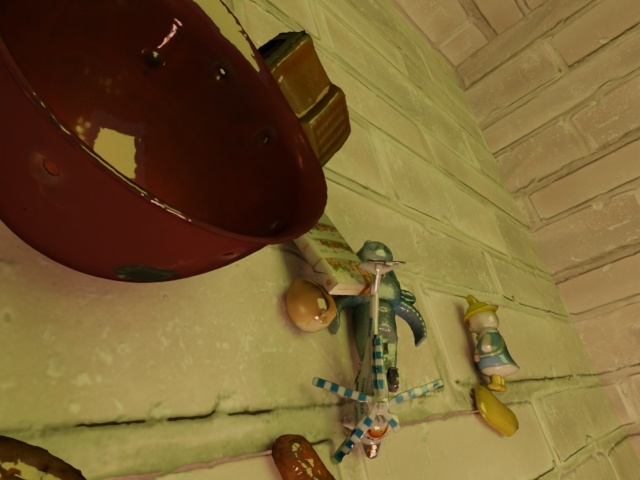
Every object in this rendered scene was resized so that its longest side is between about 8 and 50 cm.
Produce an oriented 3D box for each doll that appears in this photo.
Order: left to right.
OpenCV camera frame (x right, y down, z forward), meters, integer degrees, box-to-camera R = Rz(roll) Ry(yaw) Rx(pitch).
[{"bbox_3d":[0.419,0.249,1.123,0.135,0.099,0.241,6,55,-25],"label":"doll"}]

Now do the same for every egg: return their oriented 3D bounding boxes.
[{"bbox_3d":[-0.017,0.096,0.679,0.071,0.071,0.083,-8,61,-56],"label":"egg"}]

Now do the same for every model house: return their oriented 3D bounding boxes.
[{"bbox_3d":[-0.060,-0.232,0.837,0.268,0.173,0.239,-51,124,-24],"label":"model house"}]

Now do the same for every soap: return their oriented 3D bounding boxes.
[{"bbox_3d":[0.403,0.396,1.036,0.168,0.033,0.089,43,37,-23],"label":"soap"}]

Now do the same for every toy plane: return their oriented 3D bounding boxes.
[{"bbox_3d":[0.069,0.175,0.674,0.107,0.182,0.273,106,-30,-73],"label":"toy plane"}]

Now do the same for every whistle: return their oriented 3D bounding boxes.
[{"bbox_3d":[0.095,0.112,0.799,0.180,0.093,0.269,12,51,-20],"label":"whistle"}]

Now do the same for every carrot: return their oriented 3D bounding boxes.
[{"bbox_3d":[0.003,0.312,0.541,0.186,0.060,0.060,54,32,-2],"label":"carrot"}]

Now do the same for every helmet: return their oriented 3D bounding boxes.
[{"bbox_3d":[-0.190,-0.104,0.459,0.337,0.230,0.385,28,35,-41],"label":"helmet"}]

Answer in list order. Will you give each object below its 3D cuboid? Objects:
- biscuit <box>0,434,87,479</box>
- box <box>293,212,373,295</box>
[{"bbox_3d":[-0.241,0.254,0.237,0.296,0.075,0.296,31,39,-29],"label":"biscuit"},{"bbox_3d":[0.001,-0.001,0.757,0.122,0.032,0.220,10,37,-51],"label":"box"}]
